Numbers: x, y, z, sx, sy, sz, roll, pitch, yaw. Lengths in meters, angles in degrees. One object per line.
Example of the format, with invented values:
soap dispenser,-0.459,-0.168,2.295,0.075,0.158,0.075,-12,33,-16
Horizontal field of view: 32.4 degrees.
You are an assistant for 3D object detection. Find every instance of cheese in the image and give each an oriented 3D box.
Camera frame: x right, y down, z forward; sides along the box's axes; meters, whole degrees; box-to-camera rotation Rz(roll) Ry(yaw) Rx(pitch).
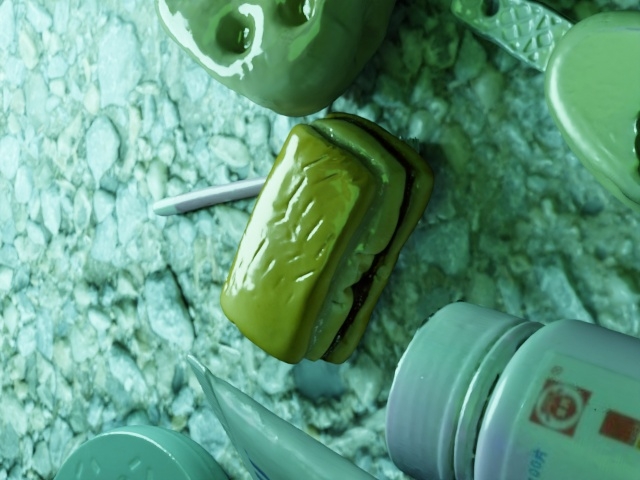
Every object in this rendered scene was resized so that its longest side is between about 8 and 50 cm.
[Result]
cheese,-0.027,-0.216,0.897,0.218,0.117,0.235,-35,64,27
cheese,0.181,-0.124,0.775,0.235,0.049,0.127,40,111,34

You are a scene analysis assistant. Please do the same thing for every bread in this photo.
bread,0.000,0.000,0.870,0.116,0.077,0.200,39,114,33

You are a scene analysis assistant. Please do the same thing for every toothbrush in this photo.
toothbrush,-0.037,-0.051,0.946,0.286,0.020,0.025,-10,71,35

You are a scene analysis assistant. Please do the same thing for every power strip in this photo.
power strip,-0.142,0.256,0.967,0.253,0.054,0.168,27,102,36

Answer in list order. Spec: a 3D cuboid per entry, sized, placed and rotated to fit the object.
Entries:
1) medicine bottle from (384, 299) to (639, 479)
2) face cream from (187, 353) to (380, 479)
medicine bottle,0.177,0.132,0.686,0.254,0.152,0.152,16,95,37
face cream,0.079,0.224,0.690,0.137,0.235,0.420,-42,40,-20
